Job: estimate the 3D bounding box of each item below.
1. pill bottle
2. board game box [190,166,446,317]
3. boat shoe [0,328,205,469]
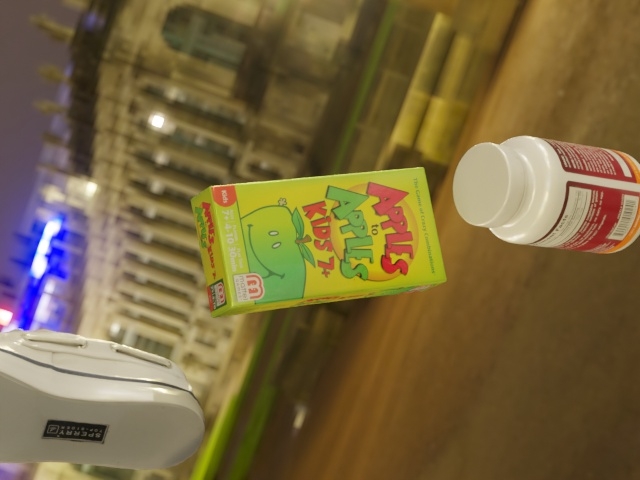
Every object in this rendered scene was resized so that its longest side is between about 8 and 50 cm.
[{"bbox_3d":[0.182,-0.037,1.273,0.086,0.152,0.086,-11,76,51],"label":"pill bottle"},{"bbox_3d":[0.000,0.000,1.216,0.043,0.181,0.092,-29,70,62],"label":"board game box"},{"bbox_3d":[-0.212,0.108,1.178,0.095,0.258,0.084,-59,31,25],"label":"boat shoe"}]
